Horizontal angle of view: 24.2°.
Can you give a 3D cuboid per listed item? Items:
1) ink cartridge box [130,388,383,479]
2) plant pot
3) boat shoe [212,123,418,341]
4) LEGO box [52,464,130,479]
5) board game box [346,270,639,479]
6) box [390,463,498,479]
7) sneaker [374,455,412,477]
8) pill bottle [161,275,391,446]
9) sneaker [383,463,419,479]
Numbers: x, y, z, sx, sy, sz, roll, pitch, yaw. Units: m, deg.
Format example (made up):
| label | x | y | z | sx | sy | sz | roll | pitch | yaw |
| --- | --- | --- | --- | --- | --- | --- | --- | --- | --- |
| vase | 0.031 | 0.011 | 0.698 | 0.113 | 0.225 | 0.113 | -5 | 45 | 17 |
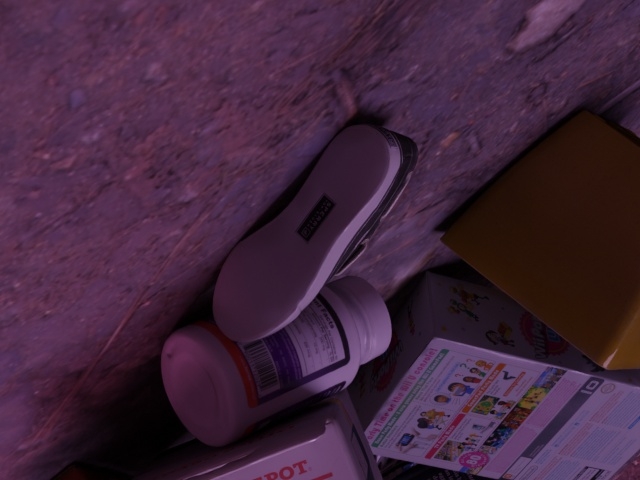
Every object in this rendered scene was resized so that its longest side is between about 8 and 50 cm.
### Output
| label | x | y | z | sx | sy | sz | roll | pitch | yaw |
| --- | --- | --- | --- | --- | --- | --- | --- | --- | --- |
| ink cartridge box | -0.058 | 0.230 | 1.314 | 0.207 | 0.119 | 0.353 | -21 | 179 | 3 |
| plant pot | 0.287 | -0.009 | 1.496 | 0.187 | 0.212 | 0.212 | -56 | 155 | 12 |
| boat shoe | 0.000 | 0.000 | 1.203 | 0.219 | 0.078 | 0.070 | -48 | 156 | 21 |
| LEGO box | -0.129 | 0.456 | 1.531 | 0.193 | 0.372 | 0.500 | -39 | 159 | 3 |
| board game box | 0.210 | 0.166 | 1.640 | 0.303 | 0.098 | 0.224 | 14 | 136 | -17 |
| box | 0.213 | 0.347 | 1.935 | 0.294 | 0.183 | 0.296 | -28 | 171 | 2 |
| sneaker | 0.086 | 0.244 | 1.849 | 0.215 | 0.084 | 0.083 | -40 | 154 | 7 |
| pill bottle | -0.034 | 0.097 | 1.307 | 0.193 | 0.108 | 0.108 | -21 | 154 | -36 |
| sneaker | 0.126 | 0.370 | 2.172 | 0.190 | 0.083 | 0.071 | -35 | 158 | -11 |
